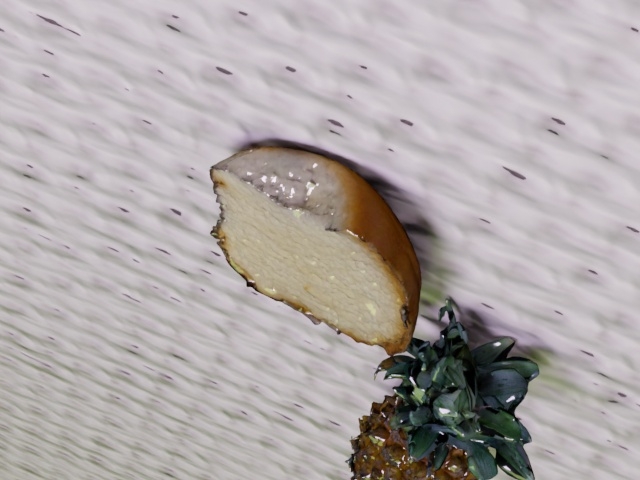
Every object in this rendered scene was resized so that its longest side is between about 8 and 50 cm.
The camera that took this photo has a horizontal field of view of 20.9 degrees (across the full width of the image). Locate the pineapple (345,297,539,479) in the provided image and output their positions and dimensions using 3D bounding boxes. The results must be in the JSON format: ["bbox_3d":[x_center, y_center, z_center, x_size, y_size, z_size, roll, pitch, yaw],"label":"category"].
[{"bbox_3d":[0.066,0.121,1.013,0.083,0.103,0.221,-7,156,-11],"label":"pineapple"}]

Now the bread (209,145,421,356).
[{"bbox_3d":[0.000,0.000,0.904,0.126,0.044,0.129,26,158,16],"label":"bread"}]
